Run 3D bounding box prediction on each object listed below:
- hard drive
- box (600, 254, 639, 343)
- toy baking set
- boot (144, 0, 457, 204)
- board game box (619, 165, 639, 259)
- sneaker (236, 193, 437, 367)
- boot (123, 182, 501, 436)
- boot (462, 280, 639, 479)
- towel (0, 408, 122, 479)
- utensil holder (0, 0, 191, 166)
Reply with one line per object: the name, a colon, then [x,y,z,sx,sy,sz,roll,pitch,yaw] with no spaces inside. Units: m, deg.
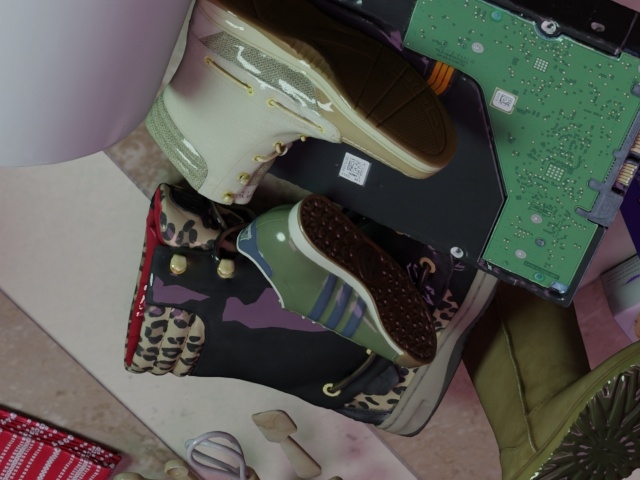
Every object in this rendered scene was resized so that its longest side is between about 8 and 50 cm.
hard drive: [0.073,-0.114,1.218,0.339,0.064,0.237,25,133,8]
box: [0.372,0.137,1.572,0.067,0.063,0.324,-30,122,17]
toy baking set: [-0.080,0.237,1.573,0.197,0.030,0.256,25,136,-38]
boot: [-0.019,-0.080,1.196,0.213,0.077,0.165,35,133,4]
board game box: [0.380,0.046,1.405,0.078,0.233,0.347,-38,120,20]
sneaker: [0.010,0.037,1.321,0.086,0.064,0.192,-14,133,36]
boot: [0.000,0.000,1.405,0.284,0.138,0.377,10,129,-12]
boot: [0.210,0.091,1.399,0.089,0.269,0.236,35,115,-24]
towel: [-0.355,0.229,1.594,0.275,0.031,0.199,23,121,-20]
utensil holder: [-0.201,-0.286,1.068,0.327,0.327,0.385,12,124,-13]
